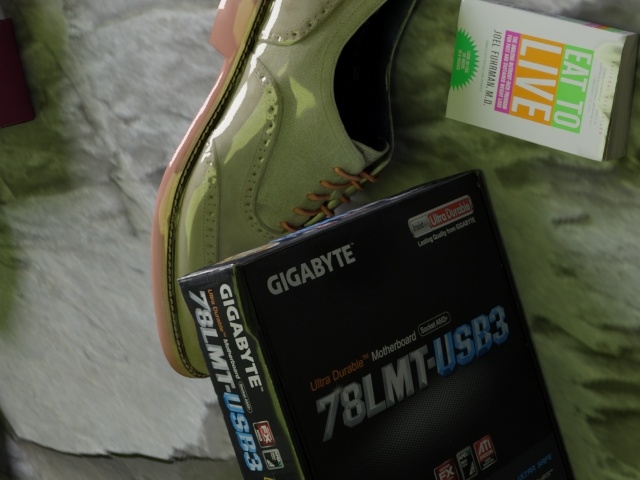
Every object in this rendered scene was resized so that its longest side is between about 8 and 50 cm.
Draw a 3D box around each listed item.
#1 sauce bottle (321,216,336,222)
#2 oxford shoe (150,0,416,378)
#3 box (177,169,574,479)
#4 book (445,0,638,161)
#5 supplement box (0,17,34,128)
[{"bbox_3d":[0.000,0.000,1.410,0.128,0.042,0.042,-11,98,41],"label":"sauce bottle"},{"bbox_3d":[-0.029,-0.056,1.325,0.146,0.140,0.397,23,109,26],"label":"oxford shoe"},{"bbox_3d":[0.057,0.121,1.234,0.073,0.295,0.293,-13,96,42],"label":"box"},{"bbox_3d":[0.165,-0.124,1.239,0.144,0.035,0.096,19,112,36],"label":"book"},{"bbox_3d":[-0.389,-0.152,1.633,0.188,0.081,0.104,-6,101,28],"label":"supplement box"}]
